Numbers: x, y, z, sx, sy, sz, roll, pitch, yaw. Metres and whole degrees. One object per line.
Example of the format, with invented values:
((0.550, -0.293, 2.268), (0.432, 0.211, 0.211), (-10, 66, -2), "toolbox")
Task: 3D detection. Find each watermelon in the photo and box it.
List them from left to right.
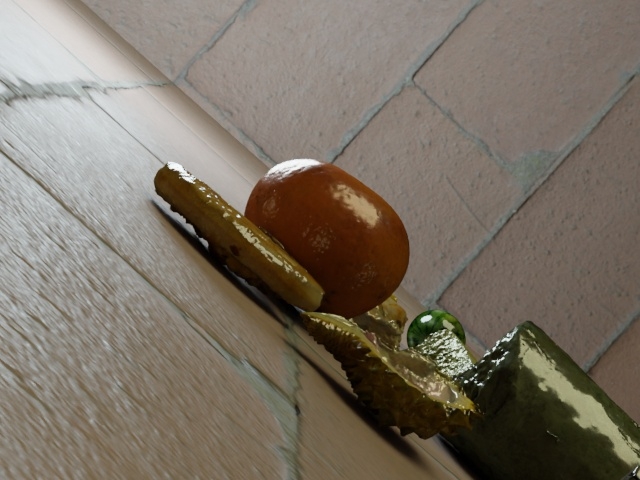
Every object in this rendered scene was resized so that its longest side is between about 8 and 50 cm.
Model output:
((0.191, 0.164, 2.478), (0.109, 0.109, 0.109), (42, 4, -4), "watermelon")

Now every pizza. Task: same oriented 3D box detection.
((-0.099, 0.001, 1.712), (0.246, 0.058, 0.127), (41, 5, 3), "pizza")
((0.059, 0.088, 2.202), (0.297, 0.071, 0.189), (39, 5, -44), "pizza")

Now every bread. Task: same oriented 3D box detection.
((0.201, 0.209, 2.196), (0.125, 0.086, 0.156), (47, 5, -23), "bread")

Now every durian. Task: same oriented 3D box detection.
((0.063, 0.151, 1.603), (0.224, 0.078, 0.140), (32, 16, 0), "durian")

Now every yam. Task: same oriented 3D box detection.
((0.290, 0.253, 1.866), (0.300, 0.195, 0.195), (44, 4, 12), "yam")

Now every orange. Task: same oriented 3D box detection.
((0.000, 0.000, 1.843), (0.224, 0.170, 0.224), (33, -5, 4), "orange")

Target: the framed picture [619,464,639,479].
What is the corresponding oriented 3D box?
((0.356, 0.367, 1.417), (0.315, 0.024, 0.232), (44, -38, 6), "framed picture")
